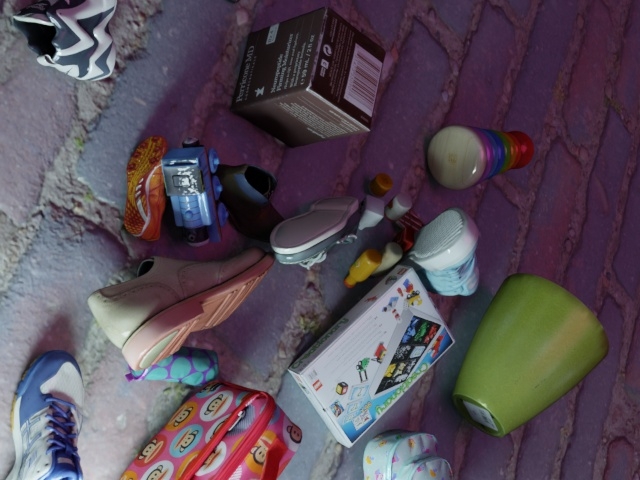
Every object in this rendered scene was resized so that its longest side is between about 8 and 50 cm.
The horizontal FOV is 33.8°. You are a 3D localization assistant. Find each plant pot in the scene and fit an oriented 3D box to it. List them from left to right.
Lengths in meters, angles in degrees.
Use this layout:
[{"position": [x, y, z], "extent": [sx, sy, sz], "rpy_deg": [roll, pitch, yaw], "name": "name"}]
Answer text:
[{"position": [0.422, 0.268, 2.259], "extent": [0.293, 0.274, 0.275], "rpy_deg": [-46, 118, -22], "name": "plant pot"}]

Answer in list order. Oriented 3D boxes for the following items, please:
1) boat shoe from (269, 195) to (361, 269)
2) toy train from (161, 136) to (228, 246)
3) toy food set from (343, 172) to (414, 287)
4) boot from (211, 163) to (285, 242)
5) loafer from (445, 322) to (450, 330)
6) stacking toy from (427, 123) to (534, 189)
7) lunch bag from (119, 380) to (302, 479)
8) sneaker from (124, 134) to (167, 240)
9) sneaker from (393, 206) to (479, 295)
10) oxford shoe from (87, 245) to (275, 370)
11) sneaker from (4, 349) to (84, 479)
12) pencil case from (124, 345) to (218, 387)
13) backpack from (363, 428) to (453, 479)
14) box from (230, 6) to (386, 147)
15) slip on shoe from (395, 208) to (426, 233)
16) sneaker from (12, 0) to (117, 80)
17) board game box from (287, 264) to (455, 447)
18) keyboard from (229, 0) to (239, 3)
[{"position": [0.000, 0.000, 1.893], "extent": [0.319, 0.116, 0.099], "rpy_deg": [-42, 131, -66], "name": "boat shoe"}, {"position": [-0.205, -0.074, 1.720], "extent": [0.105, 0.080, 0.184], "rpy_deg": [-64, 150, -63], "name": "toy train"}, {"position": [0.113, -0.011, 2.082], "extent": [0.111, 0.104, 0.232], "rpy_deg": [20, 51, -19], "name": "toy food set"}, {"position": [-0.106, -0.062, 1.833], "extent": [0.219, 0.106, 0.082], "rpy_deg": [37, 60, -37], "name": "boot"}, {"position": [0.174, 0.186, 2.126], "extent": [0.223, 0.076, 0.078], "rpy_deg": [0, 65, -41], "name": "loafer"}, {"position": [0.378, -0.191, 2.354], "extent": [0.330, 0.141, 0.141], "rpy_deg": [-9, 91, -52], "name": "stacking toy"}, {"position": [-0.167, 0.357, 1.583], "extent": [0.293, 0.258, 0.120], "rpy_deg": [-51, 119, -24], "name": "lunch bag"}, {"position": [-0.278, -0.085, 1.704], "extent": [0.067, 0.064, 0.175], "rpy_deg": [34, 63, -64], "name": "sneaker"}, {"position": [0.258, 0.034, 2.011], "extent": [0.150, 0.366, 0.135], "rpy_deg": [34, 82, -5], "name": "sneaker"}, {"position": [-0.208, 0.065, 1.693], "extent": [0.146, 0.140, 0.397], "rpy_deg": [44, 29, 10], "name": "oxford shoe"}, {"position": [-0.373, 0.301, 1.491], "extent": [0.112, 0.131, 0.297], "rpy_deg": [21, 68, -41], "name": "sneaker"}, {"position": [-0.235, 0.202, 1.694], "extent": [0.151, 0.070, 0.064], "rpy_deg": [15, 29, -43], "name": "pencil case"}, {"position": [0.167, 0.459, 2.028], "extent": [0.165, 0.144, 0.188], "rpy_deg": [-6, 86, -41], "name": "backpack"}, {"position": [-0.020, -0.286, 1.882], "extent": [0.167, 0.203, 0.169], "rpy_deg": [28, 65, -40], "name": "box"}, {"position": [0.193, -0.027, 2.193], "extent": [0.135, 0.041, 0.051], "rpy_deg": [32, 60, -18], "name": "slip on shoe"}, {"position": [-0.391, -0.363, 1.583], "extent": [0.153, 0.094, 0.235], "rpy_deg": [-4, 98, -55], "name": "sneaker"}, {"position": [0.103, 0.216, 1.989], "extent": [0.305, 0.053, 0.193], "rpy_deg": [-41, 116, -20], "name": "board game box"}, {"position": [-0.182, -0.523, 1.878], "extent": [0.108, 0.023, 0.180], "rpy_deg": [12, 75, -51], "name": "keyboard"}]
